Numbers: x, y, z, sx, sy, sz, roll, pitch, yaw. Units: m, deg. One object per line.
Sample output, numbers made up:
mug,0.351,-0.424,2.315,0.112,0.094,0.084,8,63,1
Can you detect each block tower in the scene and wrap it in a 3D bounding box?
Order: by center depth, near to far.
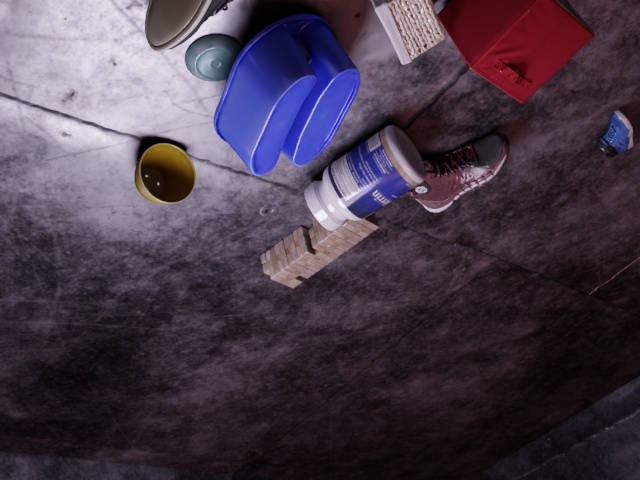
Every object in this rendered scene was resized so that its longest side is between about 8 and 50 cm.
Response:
block tower,0.000,0.000,2.178,0.335,0.091,0.097,-37,139,27

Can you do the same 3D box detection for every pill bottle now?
pill bottle,0.101,-0.140,1.980,0.264,0.153,0.153,-32,140,22

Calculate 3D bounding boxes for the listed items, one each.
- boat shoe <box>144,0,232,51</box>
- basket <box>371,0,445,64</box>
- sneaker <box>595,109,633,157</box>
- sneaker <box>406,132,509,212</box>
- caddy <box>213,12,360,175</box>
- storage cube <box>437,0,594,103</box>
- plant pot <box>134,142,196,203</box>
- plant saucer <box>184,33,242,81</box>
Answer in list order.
boat shoe,-0.189,-0.460,1.495,0.113,0.127,0.340,-9,147,-49
basket,0.163,-0.446,1.638,0.103,0.113,0.167,-26,143,11
sneaker,0.733,-0.260,2.126,0.084,0.058,0.152,-31,148,7
sneaker,0.312,-0.177,2.050,0.162,0.107,0.281,22,131,-35
caddy,-0.077,-0.294,1.703,0.241,0.179,0.341,-18,151,-39
storage cube,0.382,-0.423,1.668,0.183,0.215,0.193,22,124,-39
plant pot,-0.355,-0.137,1.860,0.134,0.134,0.095,14,161,-34
plant saucer,-0.211,-0.358,1.694,0.119,0.021,0.119,-10,142,-8
